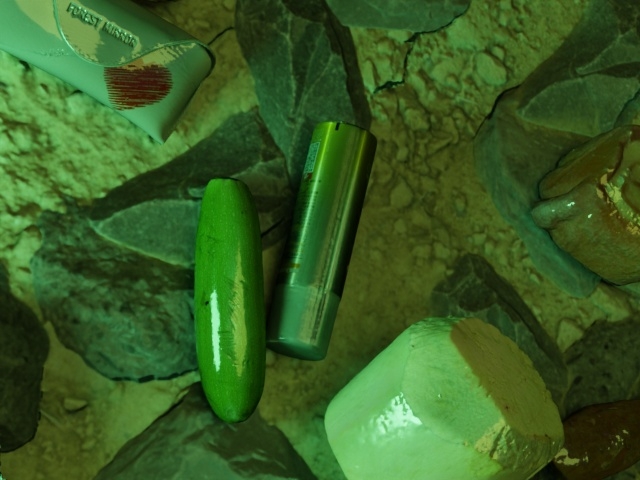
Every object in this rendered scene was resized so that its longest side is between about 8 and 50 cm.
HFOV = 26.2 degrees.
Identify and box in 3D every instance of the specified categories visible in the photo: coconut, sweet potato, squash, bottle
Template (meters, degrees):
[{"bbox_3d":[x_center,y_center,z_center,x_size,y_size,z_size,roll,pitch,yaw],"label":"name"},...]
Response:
[{"bbox_3d":[0.132,0.226,1.596,0.239,0.244,0.239,35,28,-21],"label":"coconut"},{"bbox_3d":[0.379,0.255,1.798,0.251,0.097,0.097,-14,87,-34],"label":"sweet potato"},{"bbox_3d":[-0.105,0.064,1.585,0.082,0.082,0.292,3,79,-27],"label":"squash"},{"bbox_3d":[0.000,0.000,1.651,0.082,0.082,0.286,21,71,-22],"label":"bottle"}]

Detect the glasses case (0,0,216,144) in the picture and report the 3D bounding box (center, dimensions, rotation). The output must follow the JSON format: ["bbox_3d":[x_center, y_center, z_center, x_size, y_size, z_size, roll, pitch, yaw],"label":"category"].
[{"bbox_3d":[-0.265,-0.231,1.559,0.308,0.083,0.128,28,68,-20],"label":"glasses case"}]

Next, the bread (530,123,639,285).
[{"bbox_3d":[0.426,-0.038,1.857,0.244,0.123,0.190,38,64,-17],"label":"bread"}]

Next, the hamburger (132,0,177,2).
[{"bbox_3d":[-0.196,-0.353,1.621,0.138,0.083,0.147,-1,84,-32],"label":"hamburger"}]

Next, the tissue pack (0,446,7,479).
[{"bbox_3d":[-0.499,0.166,1.344,0.361,0.122,0.259,-3,79,-26],"label":"tissue pack"}]
